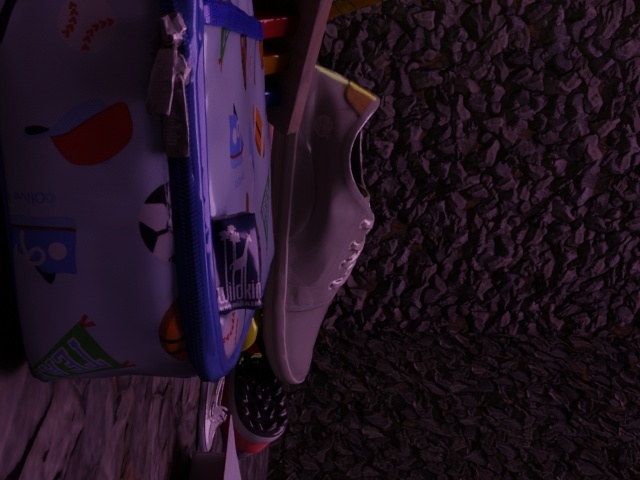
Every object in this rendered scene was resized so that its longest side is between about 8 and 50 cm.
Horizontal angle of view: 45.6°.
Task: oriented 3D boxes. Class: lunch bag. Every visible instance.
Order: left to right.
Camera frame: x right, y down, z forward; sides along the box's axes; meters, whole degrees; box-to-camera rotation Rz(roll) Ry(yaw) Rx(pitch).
[{"bbox_3d":[-0.086,-0.068,0.430,0.303,0.115,0.243,-96,-174,-77],"label":"lunch bag"}]

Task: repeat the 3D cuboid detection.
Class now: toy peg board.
[{"bbox_3d":[-0.080,-0.191,0.637,0.161,0.079,0.161,44,-45,29],"label":"toy peg board"}]

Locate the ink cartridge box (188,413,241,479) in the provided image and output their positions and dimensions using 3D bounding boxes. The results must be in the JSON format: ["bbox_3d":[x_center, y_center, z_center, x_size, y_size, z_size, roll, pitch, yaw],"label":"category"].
[{"bbox_3d":[-0.128,0.360,0.818,0.239,0.060,0.275,91,1,-53],"label":"ink cartridge box"}]

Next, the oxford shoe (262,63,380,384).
[{"bbox_3d":[0.000,0.000,0.974,0.169,0.130,0.449,-77,174,-64],"label":"oxford shoe"}]

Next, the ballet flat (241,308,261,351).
[{"bbox_3d":[-0.120,0.024,0.968,0.077,0.077,0.231,40,46,-64],"label":"ballet flat"}]

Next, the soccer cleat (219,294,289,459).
[{"bbox_3d":[-0.117,0.169,1.141,0.116,0.108,0.318,-50,-144,39],"label":"soccer cleat"}]

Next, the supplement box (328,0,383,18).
[{"bbox_3d":[0.112,-0.398,0.769,0.195,0.356,0.194,47,41,-48],"label":"supplement box"}]

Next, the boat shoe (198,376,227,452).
[{"bbox_3d":[-0.137,0.221,0.977,0.035,0.035,0.100,94,-2,-66],"label":"boat shoe"}]

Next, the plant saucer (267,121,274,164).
[{"bbox_3d":[-0.102,-0.256,1.193,0.332,0.084,0.332,1,90,-90],"label":"plant saucer"}]
